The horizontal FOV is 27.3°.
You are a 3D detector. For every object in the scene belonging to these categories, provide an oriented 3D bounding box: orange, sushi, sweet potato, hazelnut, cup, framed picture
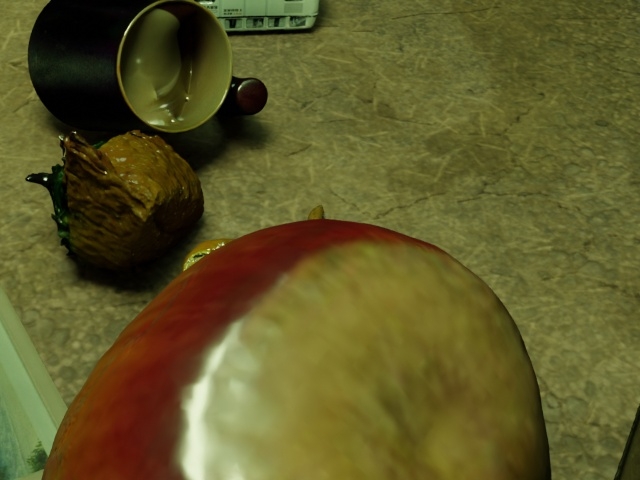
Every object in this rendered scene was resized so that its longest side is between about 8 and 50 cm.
[{"bbox_3d":[-0.093,0.028,1.300,0.086,0.062,0.086,4,39,-3],"label":"orange"},{"bbox_3d":[-0.209,-0.041,1.297,0.140,0.149,0.287,42,11,5],"label":"sushi"},{"bbox_3d":[0.000,0.000,1.368,0.026,0.026,0.115,-5,38,-10],"label":"sweet potato"},{"bbox_3d":[-0.016,0.187,0.945,0.359,0.359,0.409,26,50,22],"label":"hazelnut"},{"bbox_3d":[-0.170,-0.200,1.435,0.239,0.166,0.177,-14,17,-36],"label":"cup"},{"bbox_3d":[-0.365,0.136,1.184,0.232,0.024,0.315,-18,47,-25],"label":"framed picture"}]

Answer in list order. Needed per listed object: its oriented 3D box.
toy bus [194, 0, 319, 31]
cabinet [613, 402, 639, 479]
[{"bbox_3d":[-0.095,-0.310,1.658,0.193,0.089,0.087,-4,41,-9],"label":"toy bus"},{"bbox_3d":[0.387,0.191,1.092,0.174,0.148,0.215,-28,50,-31],"label":"cabinet"}]
